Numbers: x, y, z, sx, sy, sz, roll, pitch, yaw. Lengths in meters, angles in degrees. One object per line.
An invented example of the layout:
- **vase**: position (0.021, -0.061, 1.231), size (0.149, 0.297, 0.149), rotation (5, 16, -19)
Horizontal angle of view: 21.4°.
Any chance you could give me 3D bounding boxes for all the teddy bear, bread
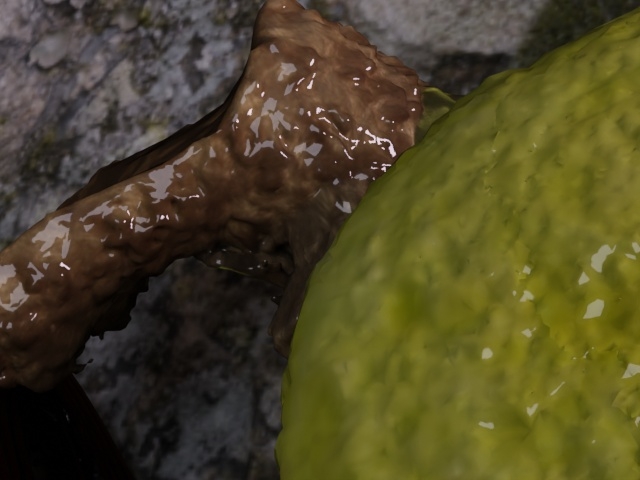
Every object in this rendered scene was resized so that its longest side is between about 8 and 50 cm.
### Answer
- **teddy bear**: position (-0.006, 0.008, 0.874), size (0.296, 0.246, 0.222), rotation (-42, 98, 12)
- **bread**: position (0.189, 0.101, 0.641), size (0.348, 0.308, 0.348), rotation (-14, 55, 21)

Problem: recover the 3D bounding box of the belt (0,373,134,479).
- **belt**: position (-0.161, 0.183, 0.859), size (0.122, 0.217, 0.339), rotation (-32, 52, 5)
